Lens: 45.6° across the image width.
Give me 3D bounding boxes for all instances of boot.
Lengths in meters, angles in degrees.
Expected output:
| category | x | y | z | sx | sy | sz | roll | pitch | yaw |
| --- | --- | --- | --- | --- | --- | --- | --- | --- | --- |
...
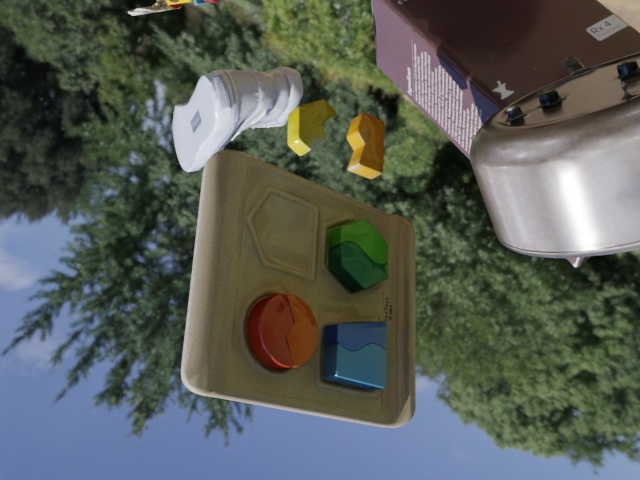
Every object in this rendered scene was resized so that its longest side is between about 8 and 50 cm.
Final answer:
| category | x | y | z | sx | sy | sz | roll | pitch | yaw |
| --- | --- | --- | --- | --- | --- | --- | --- | --- | --- |
| boot | -0.108 | -0.153 | 0.978 | 0.124 | 0.095 | 0.258 | -12 | 179 | -23 |

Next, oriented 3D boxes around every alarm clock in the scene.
| category | x | y | z | sx | sy | sz | roll | pitch | yaw |
| --- | --- | --- | --- | --- | --- | --- | --- | --- | --- |
| alarm clock | 0.131 | -0.039 | 0.319 | 0.192 | 0.130 | 0.064 | -78 | -33 | -69 |

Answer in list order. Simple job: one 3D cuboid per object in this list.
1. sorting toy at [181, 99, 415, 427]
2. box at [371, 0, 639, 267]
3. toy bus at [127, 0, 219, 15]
| category | x | y | z | sx | sy | sz | roll | pitch | yaw |
| --- | --- | --- | --- | --- | --- | --- | --- | --- | --- |
| sorting toy | 0.000 | 0.000 | 0.685 | 0.229 | 0.307 | 0.041 | 18 | 154 | -33 |
| box | 0.242 | -0.179 | 0.864 | 0.381 | 0.191 | 0.143 | 52 | 167 | 31 |
| toy bus | -0.120 | -0.333 | 0.890 | 0.191 | 0.104 | 0.202 | -7 | -162 | 6 |
